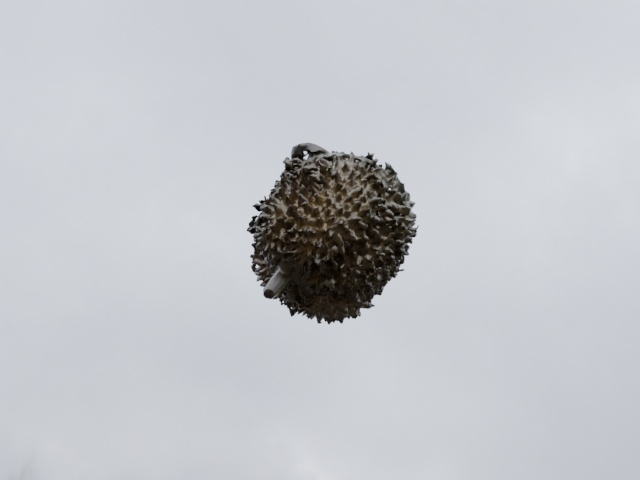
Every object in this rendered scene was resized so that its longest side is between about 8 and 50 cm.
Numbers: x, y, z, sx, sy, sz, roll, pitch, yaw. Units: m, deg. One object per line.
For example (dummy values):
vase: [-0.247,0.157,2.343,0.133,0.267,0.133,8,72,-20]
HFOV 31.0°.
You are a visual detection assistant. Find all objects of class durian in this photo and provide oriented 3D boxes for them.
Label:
durian: [0.000,0.000,0.502,0.080,0.091,0.080,23,-43,24]
